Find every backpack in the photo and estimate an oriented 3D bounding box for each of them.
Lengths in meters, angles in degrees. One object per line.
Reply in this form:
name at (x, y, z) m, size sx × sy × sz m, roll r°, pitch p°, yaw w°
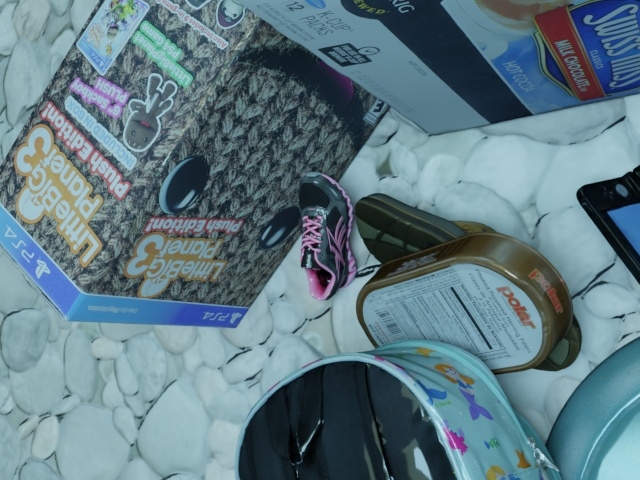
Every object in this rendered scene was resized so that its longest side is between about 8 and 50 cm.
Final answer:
backpack at (0.061, 0.199, 0.542) m, size 0.225 × 0.191 × 0.253 m, roll -38°, pitch 71°, yaw 36°

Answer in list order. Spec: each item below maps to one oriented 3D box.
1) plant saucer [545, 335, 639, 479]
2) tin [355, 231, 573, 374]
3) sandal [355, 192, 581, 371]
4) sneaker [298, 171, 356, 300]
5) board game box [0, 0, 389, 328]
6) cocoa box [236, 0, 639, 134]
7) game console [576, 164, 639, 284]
plant saucer at (0.303, 0.205, 0.513) m, size 0.318 × 0.044 × 0.317 m, roll -4°, pitch 81°, yaw 27°
tin at (0.103, 0.057, 0.585) m, size 0.106 × 0.040 × 0.190 m, roll 53°, pitch 142°, yaw -11°
sandal at (0.121, 0.021, 0.622) m, size 0.219 × 0.060 × 0.090 m, roll 33°, pitch 143°, yaw 34°
sneaker at (0.000, 0.000, 0.661) m, size 0.047 × 0.057 × 0.119 m, roll 4°, pitch 119°, yaw 30°
board game box at (-0.102, -0.082, 0.654) m, size 0.141 × 0.232 × 0.291 m, roll 40°, pitch 102°, yaw 26°
cocoa box at (0.114, -0.233, 0.499) m, size 0.228 × 0.347 × 0.231 m, roll -8°, pitch 80°, yaw 26°
game console at (0.267, -0.014, 0.548) m, size 0.122 × 0.107 × 0.071 m, roll 60°, pitch 137°, yaw 22°
